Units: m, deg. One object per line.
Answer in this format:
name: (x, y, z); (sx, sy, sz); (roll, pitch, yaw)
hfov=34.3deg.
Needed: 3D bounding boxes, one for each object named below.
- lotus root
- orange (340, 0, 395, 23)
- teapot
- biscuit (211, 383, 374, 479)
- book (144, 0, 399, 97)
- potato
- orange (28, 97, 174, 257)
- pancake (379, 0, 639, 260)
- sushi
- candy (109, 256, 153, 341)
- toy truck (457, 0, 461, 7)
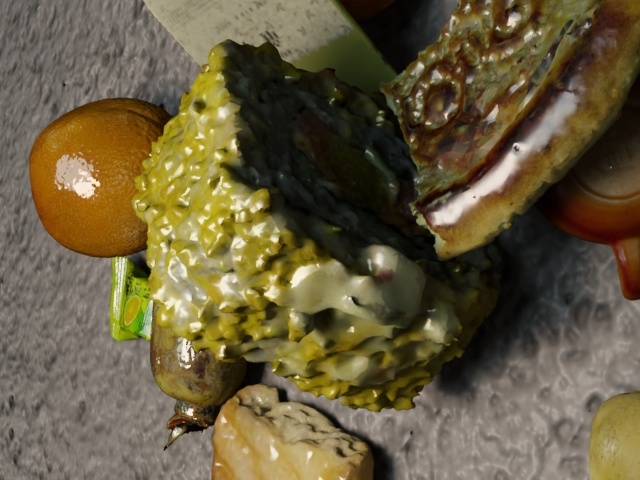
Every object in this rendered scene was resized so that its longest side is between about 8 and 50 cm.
lotus root: (-0.166, 0.160, 1.461); (0.154, 0.154, 0.278); (-4, 77, 46)
orange: (-0.010, -0.397, 1.282); (0.283, 0.226, 0.284); (3, 105, 13)
teapot: (0.294, -0.066, 1.038); (0.178, 0.135, 0.252); (-10, 92, 14)
biscuit: (-0.044, 0.318, 1.358); (0.274, 0.091, 0.213); (29, 103, 43)
book: (-0.040, -0.224, 1.271); (0.239, 0.352, 0.035); (-17, 35, 44)
potato: (0.330, 0.221, 0.955); (0.157, 0.157, 0.194); (-52, 39, 29)
orange: (-0.311, -0.098, 1.576); (0.264, 0.264, 0.264); (-7, 80, 46)
pancake: (0.196, -0.200, 1.001); (0.427, 0.067, 0.305); (-53, 40, 21)
sushi: (0.000, 0.000, 1.132); (0.240, 0.396, 0.351); (-47, 35, 32)
candy: (-0.263, 0.111, 1.627); (0.246, 0.069, 0.149); (12, 92, 45)
toy truck: (0.215, -0.191, 1.137); (0.135, 0.114, 0.270); (11, 91, 51)
